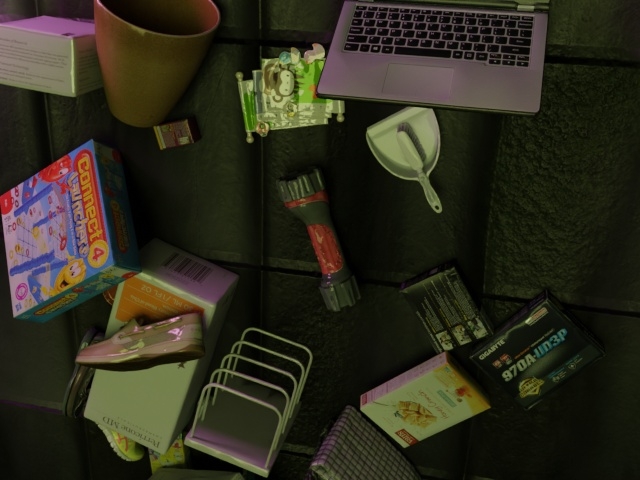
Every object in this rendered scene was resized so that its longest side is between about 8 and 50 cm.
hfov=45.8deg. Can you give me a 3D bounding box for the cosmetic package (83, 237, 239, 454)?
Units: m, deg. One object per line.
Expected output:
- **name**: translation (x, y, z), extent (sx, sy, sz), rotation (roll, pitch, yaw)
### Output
- **cosmetic package**: translation (-0.377, 0.251, 1.773), extent (0.230, 0.161, 0.453), rotation (23, 116, 5)

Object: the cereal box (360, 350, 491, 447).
- **cereal box**: translation (0.233, 0.361, 1.694), extent (0.240, 0.047, 0.173), rotation (-34, 117, 24)

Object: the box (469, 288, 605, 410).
- **box**: translation (0.457, 0.234, 1.603), extent (0.175, 0.051, 0.220), rotation (44, 116, -5)

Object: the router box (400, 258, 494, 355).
- **router box**: translation (0.271, 0.145, 1.619), extent (0.133, 0.046, 0.179), rotation (-26, 103, 23)

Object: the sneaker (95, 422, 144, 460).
- **sneaker**: translation (-0.503, 0.482, 1.950), extent (0.094, 0.081, 0.208), rotation (-28, 115, 1)

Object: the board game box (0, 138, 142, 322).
- **board game box**: translation (-0.555, -0.018, 1.662), extent (0.302, 0.086, 0.308), rotation (-26, 66, 23)

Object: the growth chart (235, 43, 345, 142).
- **growth chart**: translation (-0.060, -0.301, 1.541), extent (0.237, 0.021, 0.172), rotation (-8, 108, 17)

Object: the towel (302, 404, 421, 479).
- **towel**: translation (0.091, 0.559, 1.735), extent (0.283, 0.235, 0.121), rotation (44, 121, -5)

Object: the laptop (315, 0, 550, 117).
- **laptop**: translation (0.207, -0.451, 1.296), extent (0.381, 0.408, 0.236), rotation (7, 147, 13)

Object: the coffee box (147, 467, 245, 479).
- **coffee box**: translation (-0.307, 0.779, 1.779), extent (0.338, 0.337, 0.334), rotation (-15, 112, 43)

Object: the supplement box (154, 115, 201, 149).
- **supplement box**: translation (-0.306, -0.231, 1.621), extent (0.083, 0.043, 0.055), rotation (-7, 109, 18)

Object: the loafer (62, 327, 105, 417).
- **loafer**: translation (-0.582, 0.349, 1.909), extent (0.084, 0.096, 0.268), rotation (22, 114, -1)

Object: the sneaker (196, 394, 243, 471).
- **sneaker**: translation (-0.238, 0.479, 1.885), extent (0.085, 0.086, 0.237), rotation (-24, 119, -7)

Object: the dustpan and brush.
- **dustpan and brush**: translation (0.193, -0.154, 1.509), extent (0.147, 0.060, 0.211), rotation (-25, 103, 23)

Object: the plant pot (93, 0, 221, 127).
- **plant pot**: translation (-0.343, -0.360, 1.497), extent (0.237, 0.237, 0.254), rotation (28, 130, 3)

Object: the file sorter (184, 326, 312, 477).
- **file sorter**: translation (-0.147, 0.345, 1.686), extent (0.192, 0.278, 0.173), rotation (20, 113, 7)

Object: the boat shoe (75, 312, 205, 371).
- **boat shoe**: translation (-0.386, 0.218, 1.625), extent (0.302, 0.109, 0.098), rotation (-12, 68, 19)

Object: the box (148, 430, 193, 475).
- **box**: translation (-0.391, 0.557, 1.968), extent (0.105, 0.043, 0.179), rotation (3, 115, 14)

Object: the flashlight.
- **flashlight**: translation (0.000, 0.000, 1.596), extent (0.103, 0.103, 0.304), rotation (-21, 102, -13)

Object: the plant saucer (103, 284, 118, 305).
- **plant saucer**: translation (-0.487, 0.124, 1.832), extent (0.083, 0.013, 0.084), rotation (6, 113, 14)

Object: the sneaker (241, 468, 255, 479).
- **sneaker**: translation (-0.143, 0.687, 1.936), extent (0.110, 0.107, 0.275), rotation (-13, 116, 6)

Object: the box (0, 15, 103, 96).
- **box**: translation (-0.534, -0.380, 1.545), extent (0.181, 0.181, 0.119), rotation (12, 114, 10)
